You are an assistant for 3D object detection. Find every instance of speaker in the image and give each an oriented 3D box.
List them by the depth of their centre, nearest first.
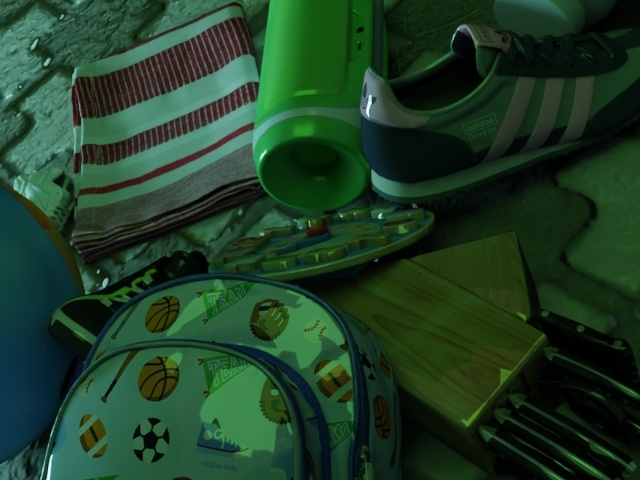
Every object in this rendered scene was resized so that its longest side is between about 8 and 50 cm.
[{"bbox_3d":[0.002,-0.176,1.077,0.131,0.131,0.296,-11,49,18],"label":"speaker"}]

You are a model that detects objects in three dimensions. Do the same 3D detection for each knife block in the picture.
[{"bbox_3d":[0.111,0.122,0.803,0.276,0.088,0.242,-14,48,16],"label":"knife block"}]

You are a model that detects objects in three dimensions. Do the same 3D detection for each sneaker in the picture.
[{"bbox_3d":[-0.152,0.047,0.908,0.084,0.235,0.097,34,102,8],"label":"sneaker"},{"bbox_3d":[0.184,-0.146,0.937,0.319,0.131,0.112,-25,38,-9],"label":"sneaker"},{"bbox_3d":[-0.307,-0.030,1.160,0.061,0.053,0.152,-21,46,6],"label":"sneaker"}]

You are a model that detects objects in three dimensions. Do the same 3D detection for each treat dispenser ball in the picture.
[{"bbox_3d":[-0.355,0.074,0.935,0.288,0.288,0.288,-14,49,16],"label":"treat dispenser ball"}]

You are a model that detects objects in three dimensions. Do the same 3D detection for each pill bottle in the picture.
[{"bbox_3d":[0.260,-0.289,1.046,0.118,0.117,0.208,19,64,36],"label":"pill bottle"}]

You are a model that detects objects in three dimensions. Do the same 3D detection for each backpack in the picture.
[{"bbox_3d":[-0.067,0.155,0.729,0.277,0.213,0.263,1,70,15],"label":"backpack"}]

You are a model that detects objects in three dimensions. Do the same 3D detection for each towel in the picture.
[{"bbox_3d":[-0.178,-0.138,1.197,0.237,0.037,0.329,-21,47,9],"label":"towel"}]

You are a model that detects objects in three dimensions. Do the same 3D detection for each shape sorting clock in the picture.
[{"bbox_3d":[0.000,0.000,0.925,0.206,0.040,0.206,-17,10,3],"label":"shape sorting clock"}]
